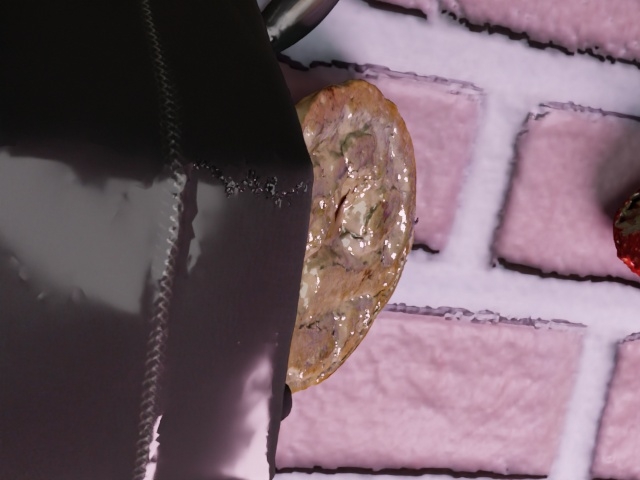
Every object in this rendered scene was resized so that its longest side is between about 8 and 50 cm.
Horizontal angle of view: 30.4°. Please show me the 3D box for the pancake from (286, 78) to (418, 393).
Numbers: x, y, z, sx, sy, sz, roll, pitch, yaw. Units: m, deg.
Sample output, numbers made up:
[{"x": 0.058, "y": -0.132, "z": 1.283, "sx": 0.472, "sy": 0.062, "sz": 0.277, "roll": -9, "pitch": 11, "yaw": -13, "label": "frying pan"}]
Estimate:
[{"x": 0.000, "y": 0.000, "z": 0.562, "sx": 0.158, "sy": 0.028, "sz": 0.158, "roll": -35, "pitch": 135, "yaw": -46, "label": "pancake"}]

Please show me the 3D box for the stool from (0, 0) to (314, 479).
[{"x": -0.099, "y": 0.002, "z": 0.461, "sx": 0.141, "sy": 0.232, "sz": 0.232, "roll": 2, "pitch": 104, "yaw": -23, "label": "stool"}]

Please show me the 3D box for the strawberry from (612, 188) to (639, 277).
[{"x": 0.206, "y": 0.001, "z": 0.654, "sx": 0.073, "sy": 0.073, "sz": 0.083, "roll": -52, "pitch": 130, "yaw": 0, "label": "strawberry"}]

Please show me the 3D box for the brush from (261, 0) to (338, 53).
[{"x": 0.038, "y": -0.155, "z": 0.573, "sx": 0.193, "sy": 0.016, "sz": 0.063, "roll": -43, "pitch": 114, "yaw": -5, "label": "brush"}]
